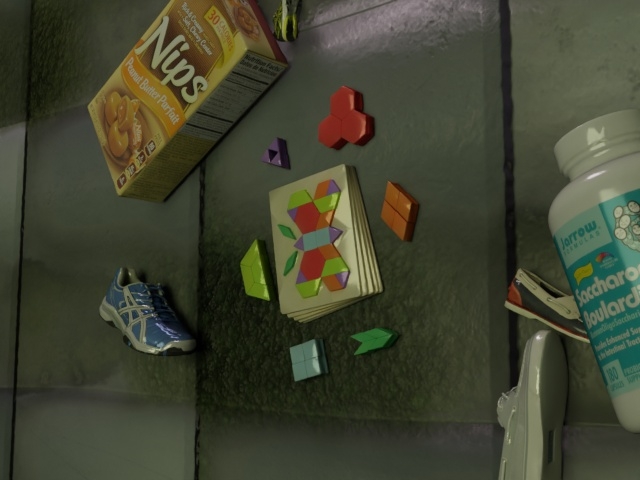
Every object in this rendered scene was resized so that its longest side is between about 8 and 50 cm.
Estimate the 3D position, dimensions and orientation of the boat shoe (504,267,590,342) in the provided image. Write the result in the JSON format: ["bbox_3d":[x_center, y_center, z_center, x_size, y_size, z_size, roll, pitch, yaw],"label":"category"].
[{"bbox_3d":[0.243,0.068,0.838,0.137,0.049,0.043,25,99,45],"label":"boat shoe"}]

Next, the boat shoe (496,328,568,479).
[{"bbox_3d":[0.206,0.179,0.850,0.063,0.066,0.184,3,96,40],"label":"boat shoe"}]

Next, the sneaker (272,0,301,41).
[{"bbox_3d":[-0.050,-0.309,1.150,0.035,0.031,0.083,2,86,42],"label":"sneaker"}]

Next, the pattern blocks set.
[{"bbox_3d":[0.000,0.000,1.071,0.285,0.026,0.324,-35,63,33],"label":"pattern blocks set"}]

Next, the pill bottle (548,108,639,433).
[{"bbox_3d":[0.289,0.023,0.736,0.146,0.146,0.264,-29,66,35],"label":"pill bottle"}]

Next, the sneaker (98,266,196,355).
[{"bbox_3d":[-0.255,0.106,1.244,0.211,0.080,0.081,26,105,39],"label":"sneaker"}]

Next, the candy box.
[{"bbox_3d":[-0.202,-0.223,1.235,0.316,0.087,0.183,-42,59,30],"label":"candy box"}]
